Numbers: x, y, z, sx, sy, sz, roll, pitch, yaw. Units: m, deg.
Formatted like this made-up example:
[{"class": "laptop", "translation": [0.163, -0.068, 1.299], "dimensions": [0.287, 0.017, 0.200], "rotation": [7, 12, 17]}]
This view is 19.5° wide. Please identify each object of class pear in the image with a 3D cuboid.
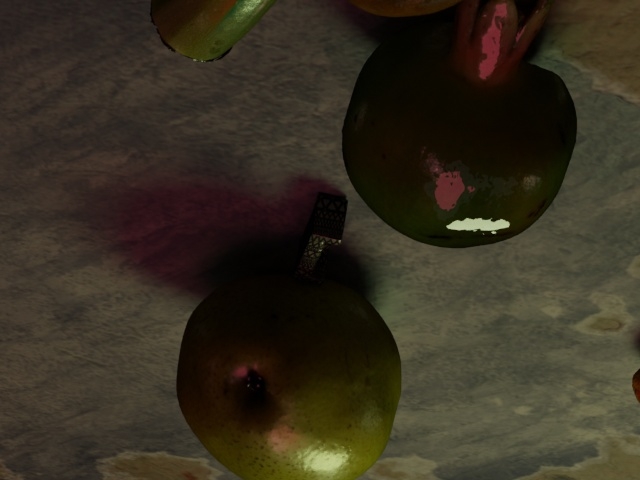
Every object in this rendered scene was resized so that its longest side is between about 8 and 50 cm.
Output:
[{"class": "pear", "translation": [-0.040, 0.170, 2.263], "dimensions": [0.294, 0.294, 0.294], "rotation": [6, 150, 3]}]

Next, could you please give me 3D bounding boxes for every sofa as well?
[{"class": "sofa", "translation": [0.000, 0.000, 2.174], "dimensions": [0.039, 0.060, 0.118], "rotation": [14, 149, -4]}]

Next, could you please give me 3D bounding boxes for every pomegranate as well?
[{"class": "pomegranate", "translation": [0.145, -0.132, 1.783], "dimensions": [0.236, 0.236, 0.302], "rotation": [12, 137, -7]}]

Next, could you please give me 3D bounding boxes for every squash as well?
[{"class": "squash", "translation": [-0.076, -0.247, 1.742], "dimensions": [0.095, 0.095, 0.188], "rotation": [23, 146, -25]}]

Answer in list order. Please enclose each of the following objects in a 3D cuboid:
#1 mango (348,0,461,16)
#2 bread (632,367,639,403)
[{"class": "mango", "translation": [0.103, -0.316, 1.548], "dimensions": [0.193, 0.146, 0.316], "rotation": [16, 133, -15]}, {"class": "bread", "translation": [0.520, 0.202, 2.373], "dimensions": [0.269, 0.095, 0.139], "rotation": [19, 155, -26]}]
